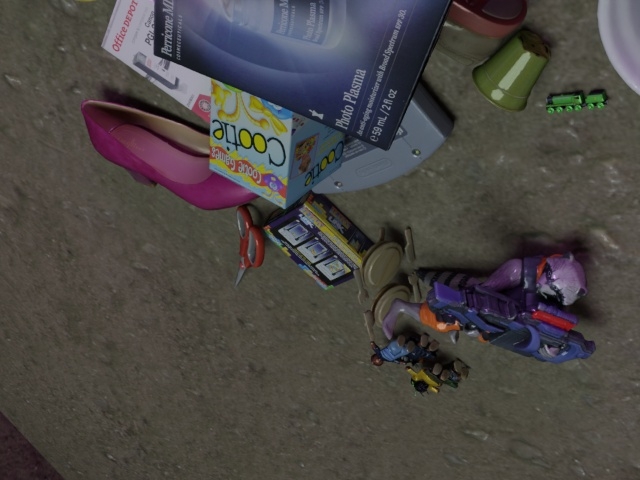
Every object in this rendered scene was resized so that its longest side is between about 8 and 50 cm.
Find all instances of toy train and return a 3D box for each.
[{"bbox_3d":[0.329,-0.179,1.220,0.083,0.017,0.023,0,124,37],"label":"toy train"}]

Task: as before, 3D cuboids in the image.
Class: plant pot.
[{"bbox_3d":[0.247,-0.219,1.190,0.083,0.083,0.079,34,132,-3],"label":"plant pot"}]

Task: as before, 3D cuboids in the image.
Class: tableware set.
[{"bbox_3d":[0.105,0.072,1.608,0.039,0.128,0.194,35,153,38],"label":"tableware set"}]

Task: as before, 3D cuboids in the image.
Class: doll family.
[{"bbox_3d":[0.179,0.234,1.785,0.193,0.076,0.111,43,148,-7],"label":"doll family"}]

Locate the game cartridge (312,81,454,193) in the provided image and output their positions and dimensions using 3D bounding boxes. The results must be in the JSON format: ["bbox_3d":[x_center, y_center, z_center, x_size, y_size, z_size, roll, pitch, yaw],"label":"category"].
[{"bbox_3d":[0.049,-0.169,1.409,0.294,0.060,0.196,-19,118,48],"label":"game cartridge"}]

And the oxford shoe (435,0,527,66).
[{"bbox_3d":[0.071,-0.320,1.151,0.348,0.123,0.130,32,147,-1],"label":"oxford shoe"}]

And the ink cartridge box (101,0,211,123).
[{"bbox_3d":[-0.200,-0.295,1.405,0.218,0.092,0.158,37,144,-4],"label":"ink cartridge box"}]

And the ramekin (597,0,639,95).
[{"bbox_3d":[0.431,-0.254,0.945,0.277,0.135,0.277,18,143,14],"label":"ramekin"}]

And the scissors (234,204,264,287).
[{"bbox_3d":[-0.141,0.047,1.784,0.109,0.021,0.297,60,156,29],"label":"scissors"}]

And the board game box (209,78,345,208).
[{"bbox_3d":[-0.053,-0.209,1.282,0.142,0.144,0.275,28,134,24],"label":"board game box"}]

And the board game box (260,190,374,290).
[{"bbox_3d":[0.000,0.000,1.651,0.170,0.048,0.141,44,141,-16],"label":"board game box"}]

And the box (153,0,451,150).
[{"bbox_3d":[-0.006,-0.283,0.974,0.294,0.182,0.296,23,150,3],"label":"box"}]

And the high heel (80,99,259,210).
[{"bbox_3d":[-0.242,-0.152,1.568,0.377,0.127,0.181,5,148,37],"label":"high heel"}]

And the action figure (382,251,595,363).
[{"bbox_3d":[0.252,0.082,1.462,0.330,0.178,0.341,-19,147,42],"label":"action figure"}]
